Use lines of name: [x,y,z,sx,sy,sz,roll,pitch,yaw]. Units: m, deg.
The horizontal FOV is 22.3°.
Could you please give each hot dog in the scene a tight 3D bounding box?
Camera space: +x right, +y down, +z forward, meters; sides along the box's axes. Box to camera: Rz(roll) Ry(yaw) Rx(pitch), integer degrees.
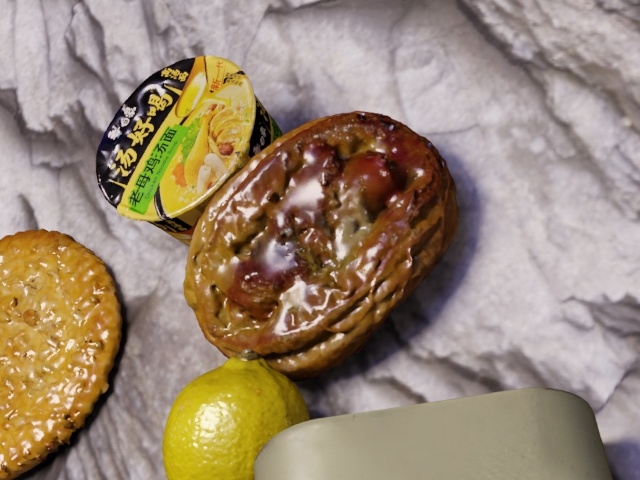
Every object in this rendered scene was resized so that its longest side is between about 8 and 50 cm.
hot dog: [0.002,0.002,1.215,0.160,0.099,0.227,40,87,13]

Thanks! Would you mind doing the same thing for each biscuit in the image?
biscuit: [-0.280,0.099,1.400,0.254,0.035,0.254,-18,53,25]

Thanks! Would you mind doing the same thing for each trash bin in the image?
trash bin: [0.079,0.227,0.988,0.243,0.121,0.247,-10,51,1]

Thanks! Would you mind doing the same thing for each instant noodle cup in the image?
instant noodle cup: [-0.085,-0.058,1.306,0.151,0.122,0.151,-16,57,27]

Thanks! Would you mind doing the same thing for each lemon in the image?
lemon: [-0.060,0.144,1.173,0.109,0.109,0.133,3,89,36]
